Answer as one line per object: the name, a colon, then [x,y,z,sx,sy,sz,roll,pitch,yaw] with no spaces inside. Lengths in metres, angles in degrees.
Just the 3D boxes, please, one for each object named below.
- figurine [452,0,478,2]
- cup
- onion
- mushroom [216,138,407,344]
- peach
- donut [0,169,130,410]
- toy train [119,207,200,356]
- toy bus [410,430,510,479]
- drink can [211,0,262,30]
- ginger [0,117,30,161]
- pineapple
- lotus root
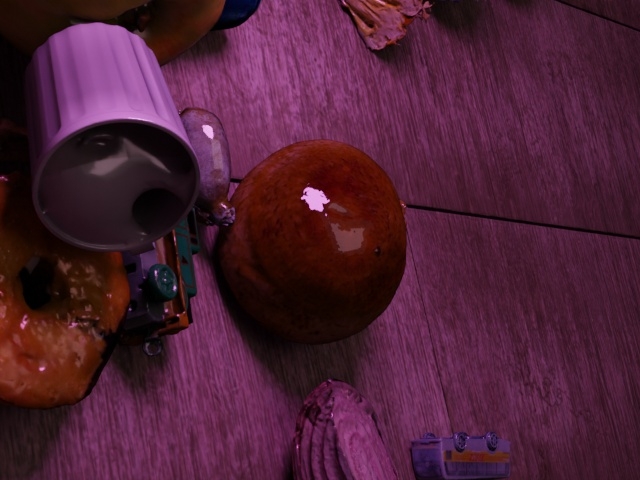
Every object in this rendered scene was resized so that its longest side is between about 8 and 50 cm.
figurine: [0.307,-0.564,2.442,0.248,0.277,0.388,39,37,0]
cup: [-0.232,-0.094,1.443,0.166,0.221,0.202,6,38,-24]
onion: [0.034,0.318,1.753,0.247,0.111,0.250,42,27,-66]
mushroom: [0.012,-0.005,1.803,0.283,0.195,0.263,-10,75,-54]
peach: [-0.257,-0.349,1.556,0.314,0.281,0.316,11,52,-42]
donut: [-0.307,0.055,1.421,0.253,0.118,0.254,32,47,-42]
toy train: [-0.195,0.025,1.608,0.136,0.091,0.228,15,61,-60]
toy bus: [0.205,0.316,2.007,0.190,0.064,0.075,8,79,-51]
drink can: [-0.167,-0.328,1.799,0.205,0.118,0.118,-18,87,-55]
ginger: [-0.323,-0.106,1.547,0.137,0.044,0.058,7,85,-49]
pineapple: [0.096,-0.417,2.169,0.114,0.186,0.236,-70,171,-47]
lotus root: [-0.150,-0.092,1.725,0.088,0.088,0.165,2,72,-52]
